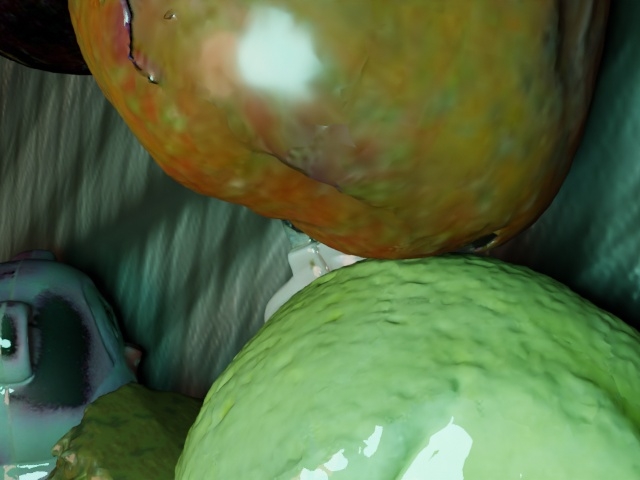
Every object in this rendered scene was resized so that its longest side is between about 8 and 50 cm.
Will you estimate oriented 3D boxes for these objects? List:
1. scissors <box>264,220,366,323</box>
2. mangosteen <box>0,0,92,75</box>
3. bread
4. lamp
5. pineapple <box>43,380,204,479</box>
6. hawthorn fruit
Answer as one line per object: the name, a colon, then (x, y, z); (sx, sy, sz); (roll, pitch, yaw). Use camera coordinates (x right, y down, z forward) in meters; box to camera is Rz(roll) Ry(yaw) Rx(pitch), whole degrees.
scissors: (0.000, 0.000, 0.781); (0.160, 0.024, 0.318); (-21, 103, 37)
mangosteen: (-0.160, -0.240, 0.783); (0.288, 0.288, 0.288); (19, 116, 47)
bread: (0.065, 0.162, 0.661); (0.320, 0.237, 0.321); (8, 124, 12)
lamp: (-0.279, 0.165, 1.093); (0.247, 0.247, 0.301); (-100, 9, -75)
pineapple: (-0.151, 0.295, 0.958); (0.202, 0.202, 0.362); (37, 112, 39)
hawthorn fruit: (0.030, -0.153, 0.622); (0.276, 0.276, 0.307); (29, 95, 43)
